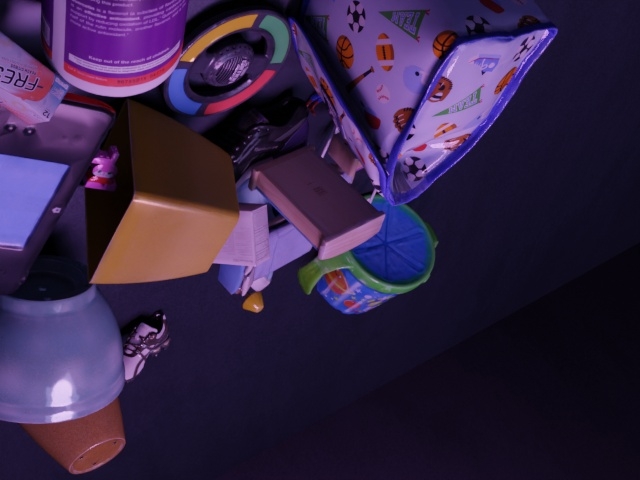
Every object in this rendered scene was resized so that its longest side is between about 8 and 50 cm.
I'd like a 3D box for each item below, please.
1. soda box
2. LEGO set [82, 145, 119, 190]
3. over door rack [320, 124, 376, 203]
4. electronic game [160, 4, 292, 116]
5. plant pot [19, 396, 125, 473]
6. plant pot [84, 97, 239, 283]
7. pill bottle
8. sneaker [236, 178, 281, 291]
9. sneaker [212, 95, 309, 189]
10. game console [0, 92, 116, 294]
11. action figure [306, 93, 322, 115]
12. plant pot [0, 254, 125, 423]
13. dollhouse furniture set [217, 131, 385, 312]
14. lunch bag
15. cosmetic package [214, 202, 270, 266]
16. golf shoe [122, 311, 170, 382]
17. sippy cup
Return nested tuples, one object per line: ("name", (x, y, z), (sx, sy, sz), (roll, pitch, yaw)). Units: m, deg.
("soda box", (-0.402, -0.217, 1.399), (0.183, 0.063, 0.058), (38, 67, -32))
("LEGO set", (-0.393, -0.149, 1.634), (0.227, 0.087, 0.093), (8, 128, -34))
("over door rack", (0.083, -0.141, 2.270), (0.239, 0.108, 0.324), (-9, 147, -44))
("electronic game", (-0.145, -0.276, 1.777), (0.229, 0.048, 0.229), (-29, 156, -14))
("plant pot", (-0.484, 0.311, 2.201), (0.237, 0.254, 0.237), (-30, 157, -14))
("plant pot", (-0.244, -0.060, 1.780), (0.187, 0.212, 0.212), (11, 135, -26))
("pill bottle", (-0.241, -0.335, 1.364), (0.181, 0.181, 0.323), (-22, 154, -27))
("sneaker", (-0.113, -0.017, 2.213), (0.150, 0.135, 0.366), (-29, 157, -6))
("sneaker", (-0.142, -0.168, 1.952), (0.283, 0.107, 0.124), (-30, 148, -29))
("game console", (-0.502, -0.071, 1.550), (0.342, 0.060, 0.386), (12, 130, -35))
("action figure", (0.015, -0.269, 2.033), (0.038, 0.030, 0.115), (6, 133, -50))
("plant pot", (-0.469, 0.144, 1.915), (0.293, 0.293, 0.196), (-13, 122, -40))
("dollhouse furniture set", (0.000, 0.000, 2.054), (0.286, 0.198, 0.303), (-26, 150, -34))
("lunch bag", (0.117, -0.284, 1.755), (0.239, 0.328, 0.385), (-13, 151, -32))
("cosmetic package", (-0.205, -0.016, 1.955), (0.060, 0.239, 0.099), (-28, 119, -61))
("golf shoe", (-0.383, 0.216, 2.354), (0.198, 0.077, 0.094), (-48, 155, -50))
("sippy cup", (0.103, 0.049, 2.547), (0.305, 0.240, 0.224), (20, 145, -16))
